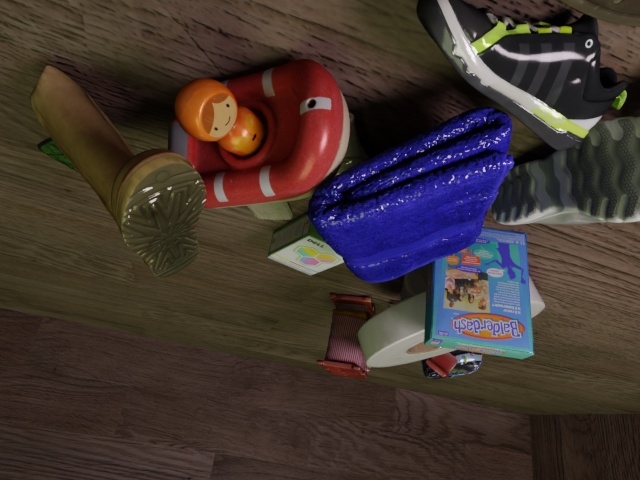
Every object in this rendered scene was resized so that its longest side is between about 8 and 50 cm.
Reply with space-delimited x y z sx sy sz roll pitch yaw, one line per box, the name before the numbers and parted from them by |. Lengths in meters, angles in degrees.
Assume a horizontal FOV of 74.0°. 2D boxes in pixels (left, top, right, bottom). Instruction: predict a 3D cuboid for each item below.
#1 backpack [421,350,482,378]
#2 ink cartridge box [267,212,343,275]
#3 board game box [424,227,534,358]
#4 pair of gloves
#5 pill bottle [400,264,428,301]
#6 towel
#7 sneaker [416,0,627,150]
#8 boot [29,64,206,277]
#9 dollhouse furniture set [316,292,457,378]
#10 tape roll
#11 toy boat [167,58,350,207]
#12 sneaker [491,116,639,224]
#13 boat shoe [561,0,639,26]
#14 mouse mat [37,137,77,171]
backpack | 0.387 0.329 1.273 0.174 0.158 0.117 -10 159 13
ink cartridge box | 0.000 0.000 0.805 0.109 0.062 0.209 25 150 -28
board game box | 0.260 0.078 0.708 0.160 0.210 0.047 9 155 3
pair of gloves | -0.038 -0.104 0.626 0.241 0.042 0.204 -4 148 22
pill bottle | 0.222 0.113 0.937 0.087 0.087 0.160 5 155 9
towel | 0.124 -0.023 0.550 0.228 0.076 0.308 -27 158 6
sneaker | 0.191 -0.174 0.388 0.235 0.084 0.097 22 128 -28
boot | -0.249 -0.101 0.488 0.269 0.089 0.236 50 149 11
dollhouse furniture set | 0.200 0.269 1.141 0.375 0.201 0.152 2 154 16
tape roll | 0.272 0.181 0.917 0.393 0.071 0.392 -13 154 -6
toy boat | -0.089 -0.121 0.454 0.231 0.150 0.151 -4 171 25
sneaker | 0.328 -0.071 0.489 0.116 0.105 0.281 -1 -179 -15
boat shoe | 0.259 -0.202 0.252 0.308 0.104 0.110 9 164 -3
mouse mat | -0.363 -0.124 0.734 0.153 0.007 0.190 -9 150 33
